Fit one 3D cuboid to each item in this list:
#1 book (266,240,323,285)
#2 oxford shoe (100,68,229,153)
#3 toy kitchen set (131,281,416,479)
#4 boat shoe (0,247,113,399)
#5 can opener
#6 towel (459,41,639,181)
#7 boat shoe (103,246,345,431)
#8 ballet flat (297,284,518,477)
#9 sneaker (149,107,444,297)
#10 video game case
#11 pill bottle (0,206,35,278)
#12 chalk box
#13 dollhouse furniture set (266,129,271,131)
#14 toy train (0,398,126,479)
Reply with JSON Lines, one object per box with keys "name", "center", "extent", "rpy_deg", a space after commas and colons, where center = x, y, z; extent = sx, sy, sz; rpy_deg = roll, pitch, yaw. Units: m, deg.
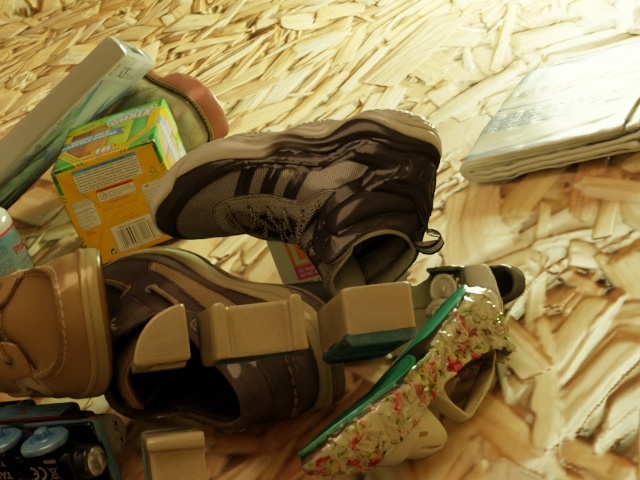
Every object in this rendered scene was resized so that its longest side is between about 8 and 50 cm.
{"name": "book", "center": [0.000, 0.000, 1.392], "extent": [0.096, 0.144, 0.035], "rpy_deg": [-17, 22, 12]}
{"name": "oxford shoe", "center": [-0.270, -0.175, 2.080], "extent": [0.130, 0.123, 0.348], "rpy_deg": [-38, 25, -23]}
{"name": "toy kitchen set", "center": [-0.034, 0.130, 1.116], "extent": [0.207, 0.166, 0.122], "rpy_deg": [-6, -10, -10]}
{"name": "boat shoe", "center": [-0.258, 0.086, 1.299], "extent": [0.110, 0.122, 0.341], "rpy_deg": [-2, -13, -21]}
{"name": "can opener", "center": [0.044, 0.069, 1.319], "extent": [0.280, 0.074, 0.093], "rpy_deg": [-7, -8, 29]}
{"name": "towel", "center": [0.284, -0.146, 1.625], "extent": [0.209, 0.034, 0.285], "rpy_deg": [-11, 22, 29]}
{"name": "boat shoe", "center": [-0.135, 0.086, 1.305], "extent": [0.130, 0.132, 0.355], "rpy_deg": [-21, 16, -39]}
{"name": "ballet flat", "center": [0.080, 0.118, 1.137], "extent": [0.241, 0.077, 0.091], "rpy_deg": [-41, -2, -40]}
{"name": "sneaker", "center": [-0.022, -0.016, 1.272], "extent": [0.268, 0.101, 0.153], "rpy_deg": [-13, 53, 12]}
{"name": "video game case", "center": [-0.351, -0.127, 1.882], "extent": [0.329, 0.036, 0.300], "rpy_deg": [-44, 3, 3]}
{"name": "pill bottle", "center": [-0.374, 0.018, 1.667], "extent": [0.087, 0.160, 0.087], "rpy_deg": [-18, 23, 8]}
{"name": "chalk box", "center": [-0.231, -0.082, 1.807], "extent": [0.132, 0.132, 0.213], "rpy_deg": [-19, 22, 5]}
{"name": "dollhouse furniture set", "center": [0.029, -0.080, 1.571], "extent": [0.129, 0.129, 0.184], "rpy_deg": [-4, 28, 36]}
{"name": "toy train", "center": [-0.251, 0.183, 1.290], "extent": [0.184, 0.080, 0.105], "rpy_deg": [-9, 19, 29]}
